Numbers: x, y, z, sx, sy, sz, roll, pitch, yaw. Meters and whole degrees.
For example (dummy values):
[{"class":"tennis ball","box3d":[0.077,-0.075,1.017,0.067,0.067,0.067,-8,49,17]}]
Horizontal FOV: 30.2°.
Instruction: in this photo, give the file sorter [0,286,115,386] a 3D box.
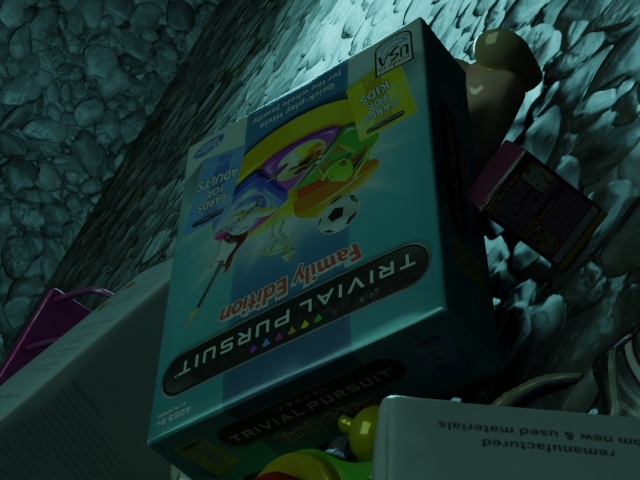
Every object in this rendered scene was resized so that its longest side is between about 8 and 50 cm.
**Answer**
[{"class":"file sorter","box3d":[-0.266,0.220,1.325,0.182,0.202,0.290,-15,43,59]}]

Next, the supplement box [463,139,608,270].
[{"class":"supplement box","box3d":[0.154,-0.025,0.855,0.055,0.083,0.043,-53,18,6]}]

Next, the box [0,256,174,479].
[{"class":"box","box3d":[-0.214,0.182,1.132,0.345,0.168,0.215,-41,10,-25]}]

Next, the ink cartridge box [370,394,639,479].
[{"class":"ink cartridge box","box3d":[0.066,0.237,0.397,0.306,0.131,0.226,-85,0,-53]}]

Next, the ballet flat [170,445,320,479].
[{"class":"ballet flat","box3d":[-0.100,0.246,1.012,0.280,0.096,0.095,-59,18,-11]}]

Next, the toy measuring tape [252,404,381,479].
[{"class":"toy measuring tape","box3d":[-0.031,0.257,0.802,0.330,0.121,0.121,-64,18,0]}]

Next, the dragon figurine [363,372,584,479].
[{"class":"dragon figurine","box3d":[0.067,0.208,0.664,0.289,0.144,0.085,-42,9,-25]}]

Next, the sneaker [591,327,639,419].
[{"class":"sneaker","box3d":[0.188,0.061,0.646,0.075,0.063,0.170,-11,52,57]}]

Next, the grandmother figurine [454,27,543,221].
[{"class":"grandmother figurine","box3d":[0.080,-0.022,1.025,0.342,0.104,0.208,-63,10,-30]}]

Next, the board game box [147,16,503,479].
[{"class":"board game box","box3d":[0.000,0.000,0.937,0.254,0.079,0.336,-27,37,24]}]
